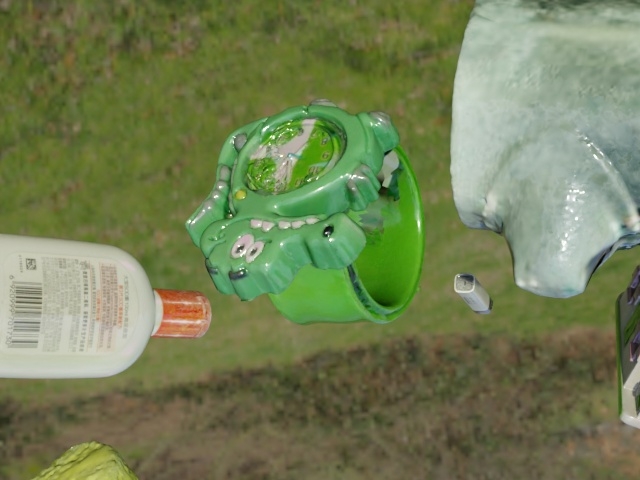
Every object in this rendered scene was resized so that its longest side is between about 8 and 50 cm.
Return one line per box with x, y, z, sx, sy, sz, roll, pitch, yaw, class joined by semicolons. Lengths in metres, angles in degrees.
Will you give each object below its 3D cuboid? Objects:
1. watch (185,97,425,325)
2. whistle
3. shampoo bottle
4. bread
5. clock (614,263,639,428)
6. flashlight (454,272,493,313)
0.000;0.000;0.871;0.131;0.165;0.152;-4;142;27;watch
0.223;-0.125;1.020;0.168;0.405;0.188;7;121;19;whistle
-0.182;0.054;1.007;0.221;0.108;0.051;6;171;-44;shampoo bottle
-0.190;0.244;1.071;0.129;0.114;0.111;-40;-157;-28;bread
0.434;0.031;1.374;0.166;0.235;0.309;19;126;-2;clock
0.139;0.049;1.166;0.018;0.018;0.083;1;164;19;flashlight
